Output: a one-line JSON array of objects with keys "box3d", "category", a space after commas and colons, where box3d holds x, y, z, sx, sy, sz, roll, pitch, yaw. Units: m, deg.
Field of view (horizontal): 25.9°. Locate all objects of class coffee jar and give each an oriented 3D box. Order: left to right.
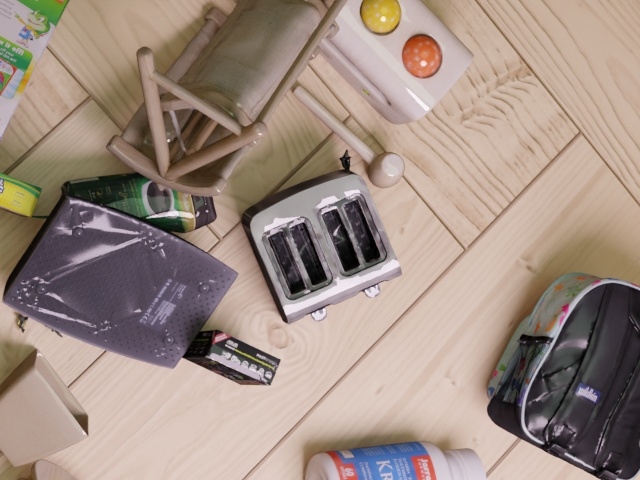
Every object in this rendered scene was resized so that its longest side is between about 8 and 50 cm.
[{"box3d": [-0.225, -0.045, 1.745, 0.184, 0.079, 0.096, -13, 89, -18], "category": "coffee jar"}]

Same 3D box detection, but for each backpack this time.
[{"box3d": [0.365, 0.174, 1.893, 0.225, 0.191, 0.254, 27, 88, -20], "category": "backpack"}]

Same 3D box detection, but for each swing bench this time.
[{"box3d": [-0.106, -0.204, 1.662, 0.165, 0.255, 0.253, 33, 64, -2], "category": "swing bench"}]

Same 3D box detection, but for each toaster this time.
[{"box3d": [0.000, 0.000, 1.794, 0.168, 0.110, 0.186, -23, 97, -6], "category": "toaster"}]

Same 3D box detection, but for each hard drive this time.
[{"box3d": [-0.244, 0.047, 1.696, 0.254, 0.054, 0.172, 26, 105, -35], "category": "hard drive"}]

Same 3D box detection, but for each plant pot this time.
[{"box3d": [-0.352, 0.210, 1.689, 0.096, 0.109, 0.109, -35, 101, -3], "category": "plant pot"}]

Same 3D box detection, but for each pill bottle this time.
[{"box3d": [0.101, 0.329, 1.834, 0.221, 0.124, 0.124, -5, 91, -20], "category": "pill bottle"}]

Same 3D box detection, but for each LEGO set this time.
[{"box3d": [-0.336, 0.092, 1.738, 0.083, 0.023, 0.054, 7, 85, -6], "category": "LEGO set"}]

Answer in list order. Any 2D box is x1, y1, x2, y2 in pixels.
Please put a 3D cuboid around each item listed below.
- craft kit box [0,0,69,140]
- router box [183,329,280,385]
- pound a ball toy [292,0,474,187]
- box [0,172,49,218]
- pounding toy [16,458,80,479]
[{"box3d": [-0.452, -0.251, 1.634, 0.250, 0.061, 0.247, 29, 60, -17], "category": "craft kit box"}, {"box3d": [-0.114, 0.149, 1.759, 0.092, 0.122, 0.038, 28, 76, -17], "category": "router box"}, {"box3d": [0.054, -0.246, 1.818, 0.319, 0.136, 0.208, 44, 76, -13], "category": "pound a ball toy"}, {"box3d": [-0.406, -0.068, 1.667, 0.179, 0.105, 0.043, 24, 85, -19], "category": "box"}, {"box3d": [-0.352, 0.414, 1.662, 0.154, 0.155, 0.270, 16, 53, -29], "category": "pounding toy"}]
